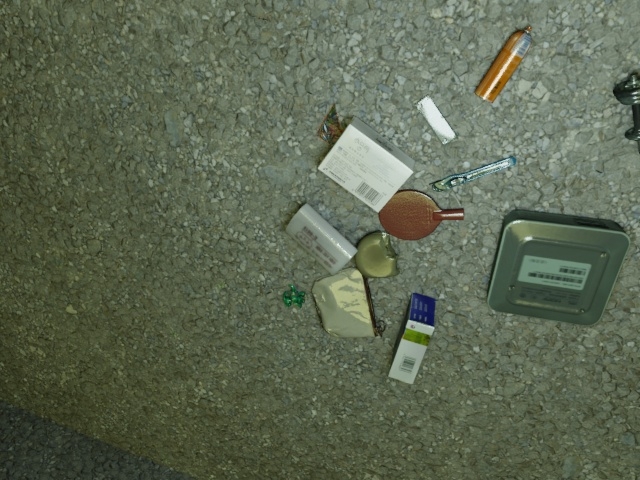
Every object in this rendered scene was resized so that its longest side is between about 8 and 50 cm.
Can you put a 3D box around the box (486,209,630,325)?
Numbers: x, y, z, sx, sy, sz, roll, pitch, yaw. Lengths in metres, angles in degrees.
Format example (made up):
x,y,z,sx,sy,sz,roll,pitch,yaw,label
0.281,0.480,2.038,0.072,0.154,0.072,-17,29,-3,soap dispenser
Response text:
x,y,z,sx,sy,sz,roll,pitch,yaw,label
0.818,0.105,1.677,0.396,0.111,0.396,8,119,12,box

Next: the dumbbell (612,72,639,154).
x,y,z,sx,sy,sz,roll,pitch,yaw,label
0.943,-0.372,1.414,0.110,0.110,0.254,-14,118,22,dumbbell

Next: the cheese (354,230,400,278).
x,y,z,sx,sy,sz,roll,pitch,yaw,label
0.218,0.056,1.843,0.175,0.091,0.202,1,116,15,cheese

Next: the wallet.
x,y,z,sx,sy,sz,roll,pitch,yaw,label
0.110,0.274,2.002,0.275,0.068,0.335,-10,106,17,wallet

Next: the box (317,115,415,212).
x,y,z,sx,sy,sz,roll,pitch,yaw,label
0.163,-0.267,1.680,0.274,0.116,0.203,35,121,-5,box

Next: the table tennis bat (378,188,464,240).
x,y,z,sx,sy,sz,roll,pitch,yaw,label
0.368,-0.093,1.754,0.310,0.038,0.200,0,115,17,table tennis bat

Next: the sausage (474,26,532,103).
x,y,z,sx,sy,sz,roll,pitch,yaw,label
0.567,-0.539,1.455,0.071,0.071,0.234,30,121,0,sausage

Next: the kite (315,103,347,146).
x,y,z,sx,sy,sz,roll,pitch,yaw,label
0.054,-0.394,1.714,0.159,0.010,0.190,-10,113,20,kite

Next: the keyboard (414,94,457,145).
x,y,z,sx,sy,sz,roll,pitch,yaw,label
0.391,-0.404,1.606,0.055,0.014,0.176,-33,103,27,keyboard

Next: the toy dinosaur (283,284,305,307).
x,y,z,sx,sy,sz,roll,pitch,yaw,label
-0.120,0.243,2.058,0.096,0.059,0.132,11,126,18,toy dinosaur

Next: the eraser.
x,y,z,sx,sy,sz,roll,pitch,yaw,label
0.000,0.000,1.848,0.270,0.095,0.174,42,142,2,eraser

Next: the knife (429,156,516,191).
x,y,z,sx,sy,sz,roll,pitch,yaw,label
0.524,-0.229,1.648,0.297,0.026,0.044,-20,97,25,knife

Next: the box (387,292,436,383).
x,y,z,sx,sy,sz,roll,pitch,yaw,label
0.367,0.390,1.900,0.106,0.200,0.299,17,119,7,box
